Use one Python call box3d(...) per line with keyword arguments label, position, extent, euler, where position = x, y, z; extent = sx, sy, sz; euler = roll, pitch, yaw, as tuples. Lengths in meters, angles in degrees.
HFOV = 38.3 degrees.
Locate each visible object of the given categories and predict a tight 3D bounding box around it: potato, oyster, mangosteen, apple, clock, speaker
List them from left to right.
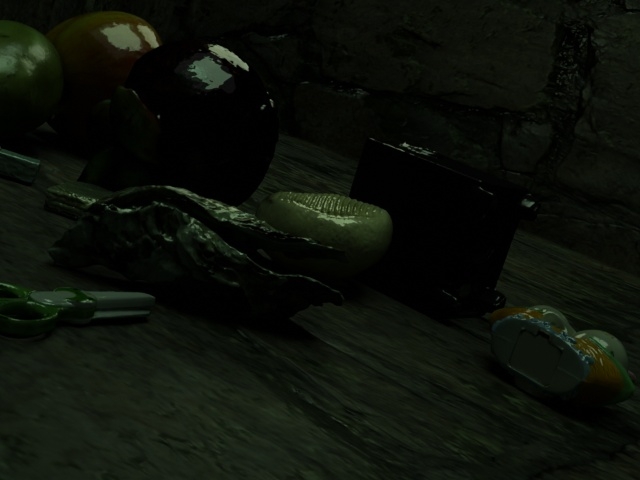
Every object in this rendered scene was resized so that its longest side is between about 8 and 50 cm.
box3d(label="potato", position=(-0.555, -0.274, 1.585), extent=(0.216, 0.215, 0.304), euler=(19, 14, 0))
box3d(label="apple", position=(-0.426, -0.302, 1.807), extent=(0.302, 0.301, 0.301), euler=(18, 11, -3))
box3d(label="mangosteen", position=(-0.216, -0.171, 1.480), extent=(0.311, 0.311, 0.311), euler=(18, 11, -3))
box3d(label="oyster", position=(-0.140, 0.012, 1.094), extent=(0.351, 0.158, 0.162), euler=(8, -29, -15))
box3d(label="speaker", position=(0.184, -0.020, 1.489), extent=(0.254, 0.232, 0.184), euler=(25, 14, 34))
box3d(label="clock", position=(0.312, 0.148, 1.210), extent=(0.144, 0.103, 0.231), euler=(9, 16, -46))

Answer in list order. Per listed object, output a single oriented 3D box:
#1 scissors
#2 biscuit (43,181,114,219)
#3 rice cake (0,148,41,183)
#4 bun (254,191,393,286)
box3d(label="scissors", position=(-0.243, 0.064, 0.900), extent=(0.101, 0.027, 0.204), euler=(28, 16, 38))
box3d(label="biscuit", position=(-0.281, -0.039, 1.320), extent=(0.199, 0.040, 0.121), euler=(18, 9, 4))
box3d(label="rice cake", position=(-0.539, -0.134, 1.361), extent=(0.245, 0.042, 0.045), euler=(15, 9, -17))
box3d(label="bun", position=(0.000, 0.000, 1.392), extent=(0.222, 0.127, 0.222), euler=(6, 10, -1))
